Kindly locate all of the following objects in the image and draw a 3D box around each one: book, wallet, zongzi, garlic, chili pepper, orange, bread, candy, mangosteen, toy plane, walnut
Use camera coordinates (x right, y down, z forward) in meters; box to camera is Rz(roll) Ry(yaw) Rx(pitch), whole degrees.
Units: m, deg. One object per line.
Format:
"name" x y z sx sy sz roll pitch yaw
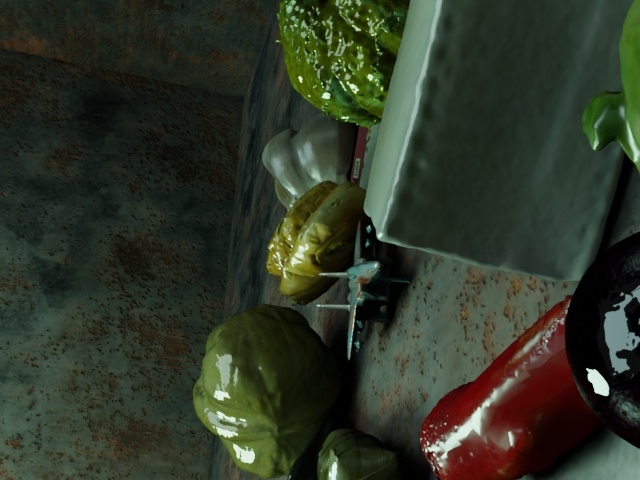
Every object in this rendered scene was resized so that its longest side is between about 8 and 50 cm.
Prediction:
"book" 0.099 -0.164 1.412 0.232 0.022 0.162 -150 67 -75
"wallet" 0.001 0.387 1.223 0.245 0.052 0.168 -38 -56 -75
"zongzi" 0.056 0.381 1.067 0.221 0.112 0.242 128 138 -86
"garlic" -0.005 -0.141 1.631 0.292 0.210 0.237 -93 -19 -45
"chili pepper" 0.175 0.151 0.709 0.387 0.110 0.110 118 157 -51
"orange" 0.066 -0.298 1.090 0.300 0.223 0.301 -31 46 30
"bread" 0.002 -0.002 1.392 0.198 0.120 0.236 -41 -18 -41
"candy" 0.174 -0.154 0.726 0.145 0.208 0.358 -110 31 -76
"mangosteen" 0.233 0.062 0.499 0.152 0.152 0.152 -171 90 -76
"toy plane" 0.071 0.064 1.184 0.326 0.104 0.223 138 139 -74
"walnut" -0.093 0.264 1.418 0.277 0.253 0.282 -112 35 -67

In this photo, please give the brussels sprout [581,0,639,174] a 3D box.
"brussels sprout" 0.248 -0.107 0.356 0.294 0.227 0.259 -166 72 -67
